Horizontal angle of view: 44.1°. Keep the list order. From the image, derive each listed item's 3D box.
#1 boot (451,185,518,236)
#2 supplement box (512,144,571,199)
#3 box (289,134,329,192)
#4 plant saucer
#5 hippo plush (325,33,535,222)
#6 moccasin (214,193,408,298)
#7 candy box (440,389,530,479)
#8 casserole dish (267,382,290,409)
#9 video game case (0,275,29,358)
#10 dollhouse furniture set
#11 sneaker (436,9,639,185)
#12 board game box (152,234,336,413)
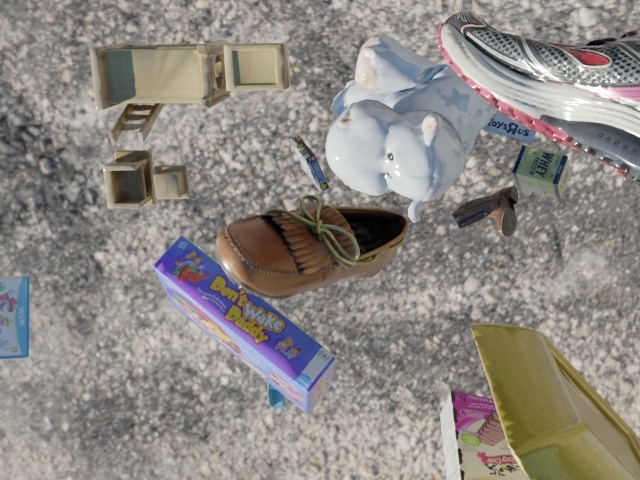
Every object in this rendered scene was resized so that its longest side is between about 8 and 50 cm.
[{"bbox_3d":[0.262,-0.034,1.285,0.114,0.106,0.037,-18,126,39],"label":"boot"},{"bbox_3d":[0.397,-0.122,1.417,0.083,0.083,0.056,19,81,25],"label":"supplement box"},{"bbox_3d":[-0.026,-0.179,1.827,0.027,0.137,0.094,-27,122,-3],"label":"box"},{"bbox_3d":[0.352,0.269,1.035,0.081,0.333,0.333,-41,105,15],"label":"plant saucer"},{"bbox_3d":[0.129,-0.117,1.064,0.294,0.236,0.234,14,132,13],"label":"hippo plush"},{"bbox_3d":[0.001,0.003,1.181,0.147,0.380,0.139,-46,59,32],"label":"moccasin"},{"bbox_3d":[0.298,0.371,1.364,0.159,0.233,0.071,13,120,-4],"label":"candy box"},{"bbox_3d":[-0.073,0.293,1.768,0.037,0.188,0.114,4,126,17],"label":"casserole dish"},{"bbox_3d":[-0.497,0.110,1.112,0.015,0.166,0.119,-7,83,58],"label":"video game case"},{"bbox_3d":[-0.115,-0.115,0.787,0.182,0.101,0.161,1,107,6],"label":"dollhouse furniture set"},{"bbox_3d":[0.230,-0.134,0.677,0.299,0.121,0.112,36,103,34],"label":"sneaker"},{"bbox_3d":[-0.132,0.160,1.434,0.347,0.078,0.233,37,163,12],"label":"board game box"}]
